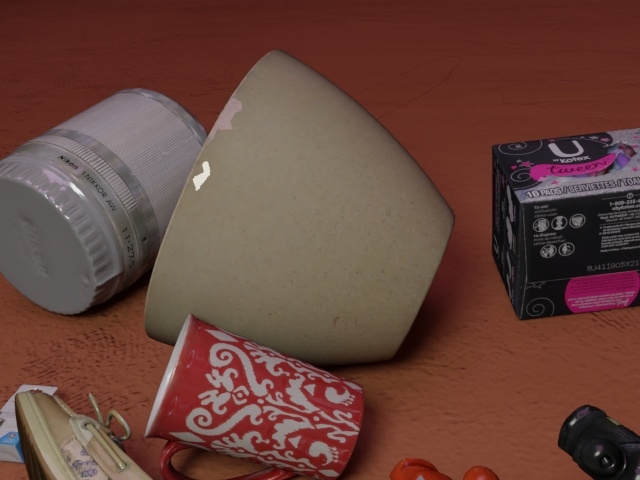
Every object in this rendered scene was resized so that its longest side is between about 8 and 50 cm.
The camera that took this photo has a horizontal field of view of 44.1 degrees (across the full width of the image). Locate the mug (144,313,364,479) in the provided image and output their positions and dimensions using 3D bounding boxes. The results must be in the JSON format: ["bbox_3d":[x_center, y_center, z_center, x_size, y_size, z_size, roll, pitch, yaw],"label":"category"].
[{"bbox_3d":[-0.062,0.157,0.714,0.169,0.150,0.113,20,40,-10],"label":"mug"}]

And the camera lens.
[{"bbox_3d":[-0.279,-0.059,1.039,0.220,0.219,0.274,10,36,28],"label":"camera lens"}]

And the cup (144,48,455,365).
[{"bbox_3d":[0.000,0.000,0.830,0.237,0.331,0.331,24,37,4],"label":"cup"}]

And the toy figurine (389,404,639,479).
[{"bbox_3d":[0.148,0.224,0.472,0.213,0.209,0.148,-12,14,-12],"label":"toy figurine"}]

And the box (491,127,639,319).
[{"bbox_3d":[0.328,-0.028,0.894,0.248,0.163,0.142,-7,32,1],"label":"box"}]

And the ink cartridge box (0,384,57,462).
[{"bbox_3d":[-0.309,0.188,0.819,0.048,0.028,0.083,1,33,17],"label":"ink cartridge box"}]

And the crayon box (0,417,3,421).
[{"bbox_3d":[-0.496,0.220,0.733,0.203,0.083,0.323,9,36,35],"label":"crayon box"}]

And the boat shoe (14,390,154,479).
[{"bbox_3d":[-0.179,0.222,0.676,0.089,0.104,0.285,-21,44,-33],"label":"boat shoe"}]
